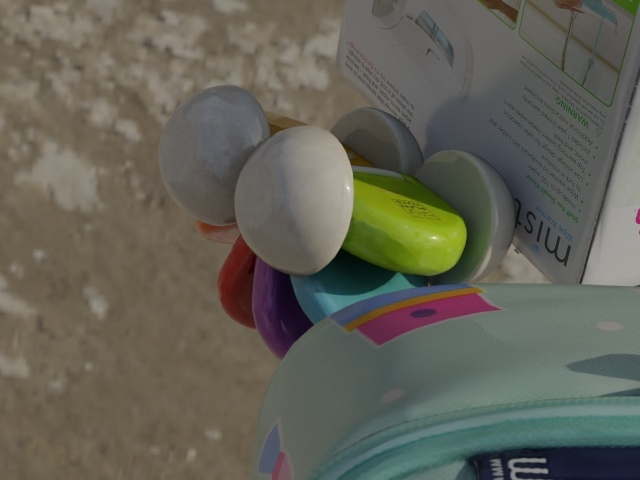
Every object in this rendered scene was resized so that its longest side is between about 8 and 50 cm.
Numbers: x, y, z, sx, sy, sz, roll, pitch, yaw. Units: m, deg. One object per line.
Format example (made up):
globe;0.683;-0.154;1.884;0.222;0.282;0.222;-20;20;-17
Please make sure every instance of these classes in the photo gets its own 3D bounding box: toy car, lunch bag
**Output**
toy car;0.000;0.000;0.989;0.159;0.136;0.182;6;15;-39
lunch bag;0.090;0.144;0.397;0.224;0.279;0.108;2;14;-3

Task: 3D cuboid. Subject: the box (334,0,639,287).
box;0.133;-0.137;1.018;0.126;0.231;0.262;-12;39;-28
